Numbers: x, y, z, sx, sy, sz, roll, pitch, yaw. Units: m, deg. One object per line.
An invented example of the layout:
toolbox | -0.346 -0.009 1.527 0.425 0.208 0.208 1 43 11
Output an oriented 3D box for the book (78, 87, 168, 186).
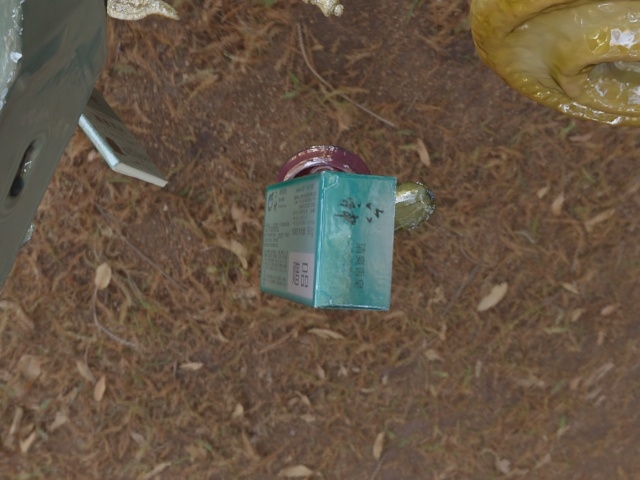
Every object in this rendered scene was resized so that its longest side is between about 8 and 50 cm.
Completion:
book | -0.516 -0.287 1.503 0.031 0.264 0.379 -40 82 5

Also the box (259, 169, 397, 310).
box | 0.000 0.000 0.812 0.092 0.245 0.153 3 90 -19

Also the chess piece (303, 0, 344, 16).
chess piece | -0.026 -0.524 1.371 0.172 0.060 0.060 34 103 1

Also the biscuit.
biscuit | 0.234 -0.162 0.540 0.274 0.213 0.091 20 83 -40

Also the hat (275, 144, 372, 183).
hat | 0.010 -0.109 1.339 0.205 0.089 0.205 3 123 5

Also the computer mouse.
computer mouse | -0.291 -0.096 0.516 0.145 0.228 0.429 27 102 -7

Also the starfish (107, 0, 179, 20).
starfish | -0.310 -0.427 0.959 0.084 0.301 0.293 28 64 -56

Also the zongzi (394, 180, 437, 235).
zongzi | 0.185 -0.073 1.699 0.251 0.274 0.125 -19 87 14
